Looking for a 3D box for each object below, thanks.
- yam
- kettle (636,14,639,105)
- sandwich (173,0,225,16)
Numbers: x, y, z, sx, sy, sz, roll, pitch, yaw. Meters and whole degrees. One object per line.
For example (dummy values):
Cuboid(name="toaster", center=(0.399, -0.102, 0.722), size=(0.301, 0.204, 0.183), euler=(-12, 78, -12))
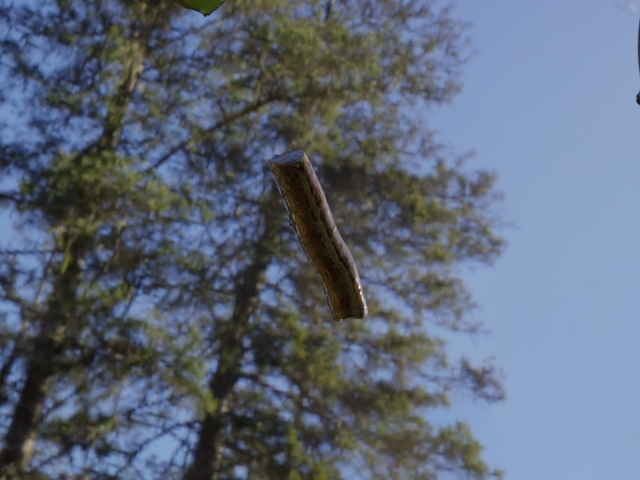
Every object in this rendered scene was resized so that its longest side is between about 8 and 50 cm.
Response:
Cuboid(name="yam", center=(0.000, 0.000, 1.363), size=(0.056, 0.057, 0.241), euler=(-9, -60, 25))
Cuboid(name="kettle", center=(0.591, -0.309, 1.694), size=(0.207, 0.290, 0.268), euler=(31, -23, -26))
Cuboid(name="sandwich", center=(-0.062, -0.196, 0.612), size=(0.074, 0.116, 0.074), euler=(27, -29, -28))
